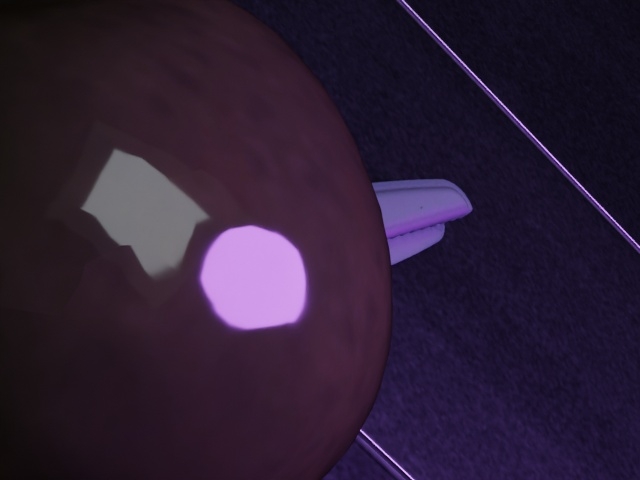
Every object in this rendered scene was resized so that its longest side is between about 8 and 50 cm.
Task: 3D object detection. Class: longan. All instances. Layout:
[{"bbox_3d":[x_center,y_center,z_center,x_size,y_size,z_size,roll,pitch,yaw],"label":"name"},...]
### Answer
[{"bbox_3d":[-0.085,0.005,0.710,0.246,0.215,0.246,42,0,0],"label":"longan"}]

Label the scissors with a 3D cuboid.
[{"bbox_3d":[0.000,0.000,0.987,0.256,0.030,0.125,-13,74,-52],"label":"scissors"}]
